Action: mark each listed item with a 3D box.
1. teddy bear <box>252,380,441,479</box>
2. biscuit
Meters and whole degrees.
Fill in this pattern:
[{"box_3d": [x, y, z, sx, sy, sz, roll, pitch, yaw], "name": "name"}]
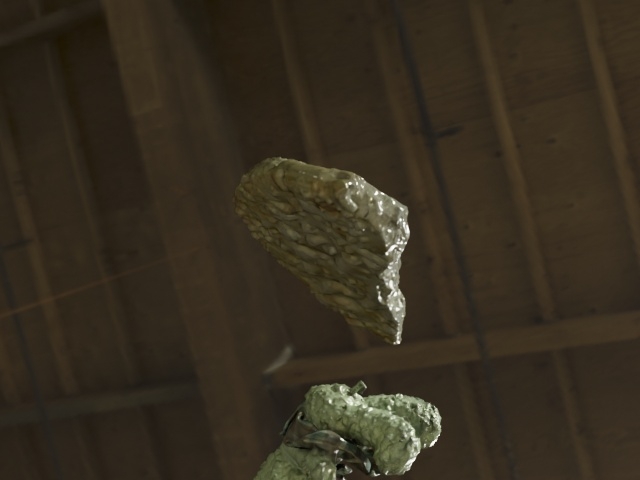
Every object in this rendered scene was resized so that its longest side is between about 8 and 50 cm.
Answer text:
[{"box_3d": [0.000, 0.197, 1.311, 0.213, 0.133, 0.111, -31, -96, 16], "name": "teddy bear"}, {"box_3d": [0.001, -0.001, 1.035, 0.141, 0.290, 0.038, 25, -107, 14], "name": "biscuit"}]
